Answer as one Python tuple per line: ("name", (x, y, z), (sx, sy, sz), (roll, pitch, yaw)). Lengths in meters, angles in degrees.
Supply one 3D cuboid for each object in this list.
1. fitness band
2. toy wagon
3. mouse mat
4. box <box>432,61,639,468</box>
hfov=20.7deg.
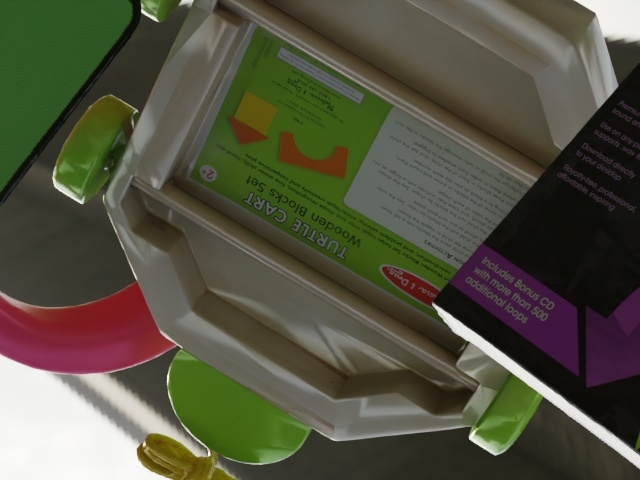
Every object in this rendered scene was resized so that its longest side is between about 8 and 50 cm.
("fitness band", (-0.095, -0.064, 0.910), (0.054, 0.209, 0.290), (39, -80, 48))
("toy wagon", (0.000, 0.000, 0.868), (0.267, 0.344, 0.068), (31, -144, 3))
("mouse mat", (-0.190, -0.101, 0.807), (0.152, 0.190, 0.007), (-52, 164, 2))
("box", (0.130, -0.008, 0.561), (0.162, 0.029, 0.116), (-49, -128, -7))
